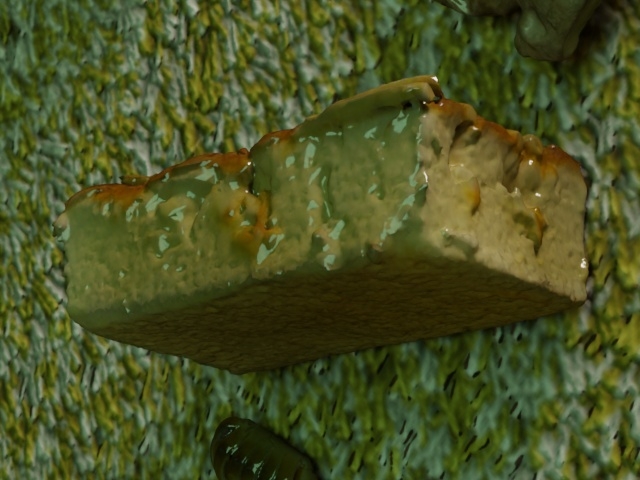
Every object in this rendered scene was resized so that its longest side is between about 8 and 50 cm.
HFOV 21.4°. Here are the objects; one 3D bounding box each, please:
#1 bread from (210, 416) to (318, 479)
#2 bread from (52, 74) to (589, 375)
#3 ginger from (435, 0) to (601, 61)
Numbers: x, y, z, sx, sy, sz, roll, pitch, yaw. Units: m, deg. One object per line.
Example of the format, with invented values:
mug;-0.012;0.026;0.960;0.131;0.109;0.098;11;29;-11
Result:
bread;-0.039;0.151;1.110;0.088;0.034;0.049;32;108;36
bread;0.000;0.000;1.014;0.275;0.185;0.114;-16;67;35
ginger;0.107;-0.205;1.035;0.137;0.074;0.213;-47;61;10
